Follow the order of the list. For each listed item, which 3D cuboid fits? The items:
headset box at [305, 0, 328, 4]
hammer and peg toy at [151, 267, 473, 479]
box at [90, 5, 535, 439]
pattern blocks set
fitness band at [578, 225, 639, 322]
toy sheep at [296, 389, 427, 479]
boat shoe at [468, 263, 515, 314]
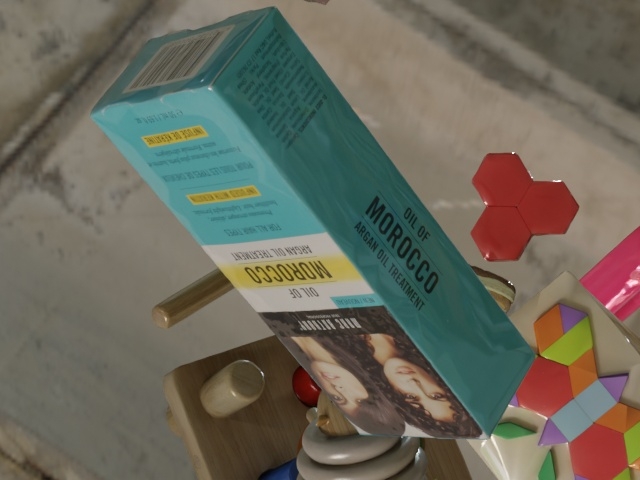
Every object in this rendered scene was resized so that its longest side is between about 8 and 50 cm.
[{"bbox_3d":[-0.004,-0.363,1.335,0.218,0.110,0.293,44,-78,6],"label":"headset box"},{"bbox_3d":[-0.013,0.149,1.336,0.266,0.127,0.361,-17,-100,-36],"label":"hammer and peg toy"},{"bbox_3d":[0.000,0.000,0.779,0.244,0.100,0.060,51,-124,-26],"label":"box"},{"bbox_3d":[0.183,0.123,1.096,0.325,0.026,0.285,36,-89,8],"label":"pattern blocks set"},{"bbox_3d":[0.301,0.026,1.450,0.054,0.291,0.209,49,-138,11],"label":"fitness band"},{"bbox_3d":[0.026,0.146,0.954,0.091,0.091,0.132,-23,-73,-18],"label":"toy sheep"},{"bbox_3d":[0.064,0.048,1.268,0.190,0.068,0.072,10,-106,0],"label":"boat shoe"}]
